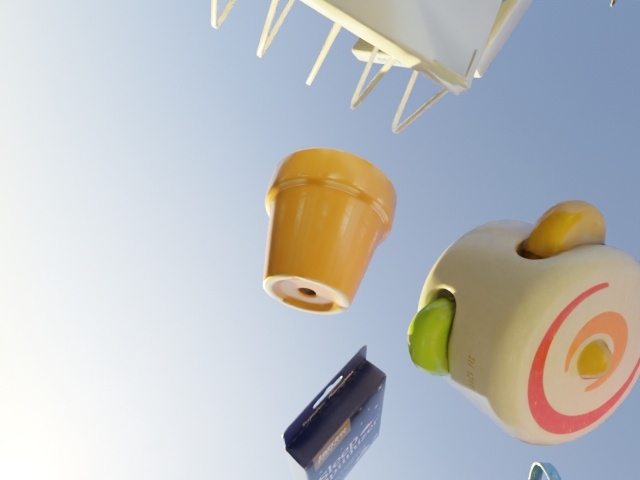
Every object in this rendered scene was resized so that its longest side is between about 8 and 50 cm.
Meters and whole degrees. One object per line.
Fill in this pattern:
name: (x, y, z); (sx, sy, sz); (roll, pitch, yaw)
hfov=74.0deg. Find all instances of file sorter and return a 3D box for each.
file sorter: (0.035, -0.281, 0.482); (0.193, 0.277, 0.173); (-67, -167, -14)

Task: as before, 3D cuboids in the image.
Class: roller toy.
roller toy: (0.209, 0.082, 0.411); (0.209, 0.191, 0.146); (-51, -153, -3)

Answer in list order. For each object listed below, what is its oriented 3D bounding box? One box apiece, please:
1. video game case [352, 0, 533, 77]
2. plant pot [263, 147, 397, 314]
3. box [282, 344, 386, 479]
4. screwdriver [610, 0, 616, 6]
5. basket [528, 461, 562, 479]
video game case: (0.238, -0.438, 0.716); (0.329, 0.036, 0.300); (-56, -137, 3)
plant pot: (0.000, 0.000, 0.641); (0.205, 0.205, 0.188); (-21, -136, 46)
box: (0.022, 0.234, 0.509); (0.036, 0.136, 0.225); (31, -35, 31)
screwdriver: (0.390, -0.360, 0.517); (0.025, 0.024, 0.170); (35, -84, 49)
basket: (0.403, 0.578, 0.720); (0.255, 0.200, 0.289); (-85, -178, -70)
